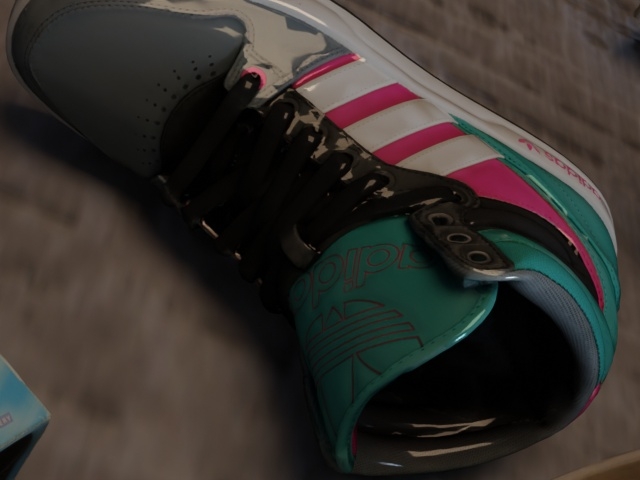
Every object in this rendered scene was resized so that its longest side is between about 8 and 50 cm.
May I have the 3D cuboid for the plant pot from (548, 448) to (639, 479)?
[{"bbox_3d":[0.118,0.207,0.280,0.191,0.284,0.284,60,34,-23],"label":"plant pot"}]

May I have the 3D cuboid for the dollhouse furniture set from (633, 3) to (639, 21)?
[{"bbox_3d":[0.404,-0.119,0.728,0.362,0.256,0.394,44,32,11],"label":"dollhouse furniture set"}]

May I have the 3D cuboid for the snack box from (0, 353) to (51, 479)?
[{"bbox_3d":[-0.251,0.060,0.303,0.187,0.060,0.322,46,41,13],"label":"snack box"}]

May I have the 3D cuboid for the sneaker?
[{"bbox_3d":[0.000,0.000,0.493,0.296,0.123,0.178,24,31,-13],"label":"sneaker"}]
